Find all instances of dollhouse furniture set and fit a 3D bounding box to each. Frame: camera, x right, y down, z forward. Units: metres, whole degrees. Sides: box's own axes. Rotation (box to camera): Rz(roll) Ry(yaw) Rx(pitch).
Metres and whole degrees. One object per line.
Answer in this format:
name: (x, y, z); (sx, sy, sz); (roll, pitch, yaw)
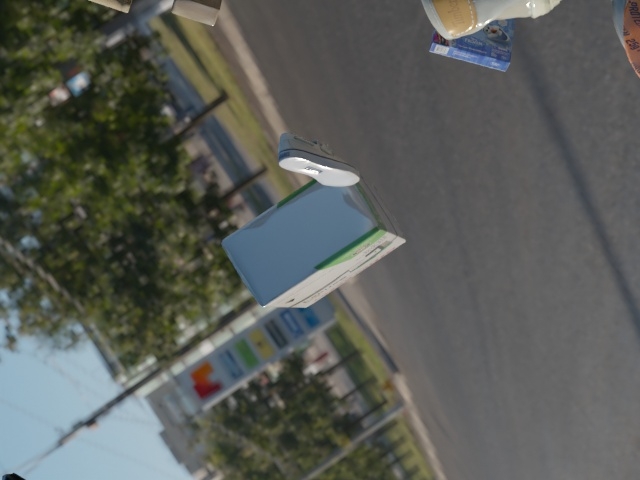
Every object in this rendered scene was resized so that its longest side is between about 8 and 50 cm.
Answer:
dollhouse furniture set: (-0.166, -0.327, 1.345); (0.144, 0.151, 0.123); (-84, 16, -44)

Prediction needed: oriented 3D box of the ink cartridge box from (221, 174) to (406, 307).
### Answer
ink cartridge box: (0.000, 0.000, 1.423); (0.092, 0.160, 0.219); (58, -171, 9)

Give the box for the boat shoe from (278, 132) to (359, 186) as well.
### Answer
boat shoe: (-0.001, -0.078, 1.167); (0.100, 0.035, 0.035); (16, -119, -41)

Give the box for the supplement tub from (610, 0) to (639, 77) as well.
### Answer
supplement tub: (0.382, -0.261, 1.173); (0.193, 0.194, 0.316); (57, -146, -20)

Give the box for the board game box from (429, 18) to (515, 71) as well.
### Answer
board game box: (0.174, -0.242, 1.403); (0.020, 0.090, 0.090); (112, 170, -59)

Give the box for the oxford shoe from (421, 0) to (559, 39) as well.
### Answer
oxford shoe: (0.113, -0.313, 1.207); (0.449, 0.130, 0.169); (-103, -10, -61)

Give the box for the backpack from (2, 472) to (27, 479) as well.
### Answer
backpack: (-0.255, 0.341, 0.721); (0.290, 0.355, 0.273); (38, -145, 6)
